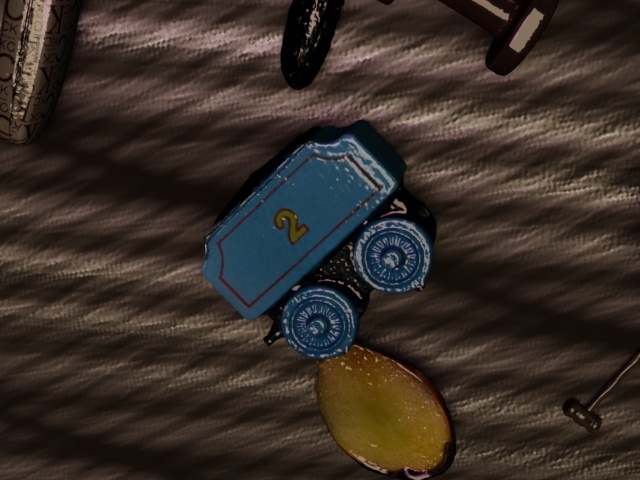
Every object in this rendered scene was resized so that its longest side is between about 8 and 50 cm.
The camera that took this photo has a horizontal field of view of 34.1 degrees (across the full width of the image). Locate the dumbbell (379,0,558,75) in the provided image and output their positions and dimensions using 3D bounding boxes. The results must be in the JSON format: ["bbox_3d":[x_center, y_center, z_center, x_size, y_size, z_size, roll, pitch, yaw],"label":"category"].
[{"bbox_3d":[0.188,-0.324,1.356,0.225,0.124,0.140,29,107,-5],"label":"dumbbell"}]

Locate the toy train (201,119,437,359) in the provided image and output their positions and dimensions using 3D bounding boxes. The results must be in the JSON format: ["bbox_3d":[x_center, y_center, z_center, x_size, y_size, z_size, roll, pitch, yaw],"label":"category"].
[{"bbox_3d":[0.000,0.000,1.440,0.265,0.188,0.300,45,107,-5],"label":"toy train"}]

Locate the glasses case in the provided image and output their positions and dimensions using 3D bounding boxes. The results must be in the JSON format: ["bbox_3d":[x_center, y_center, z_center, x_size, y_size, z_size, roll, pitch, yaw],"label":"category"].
[{"bbox_3d":[-0.371,-0.300,1.392,0.085,0.137,0.355,15,106,-2],"label":"glasses case"}]

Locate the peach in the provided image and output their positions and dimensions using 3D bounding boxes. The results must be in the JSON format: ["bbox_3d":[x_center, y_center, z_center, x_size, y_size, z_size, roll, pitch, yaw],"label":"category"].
[{"bbox_3d":[0.092,0.243,1.561,0.189,0.068,0.279,-26,107,21],"label":"peach"}]

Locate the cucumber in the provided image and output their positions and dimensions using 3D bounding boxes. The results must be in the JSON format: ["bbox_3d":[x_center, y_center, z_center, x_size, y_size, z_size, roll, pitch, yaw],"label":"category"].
[{"bbox_3d":[0.011,-0.346,1.388,0.081,0.072,0.303,25,107,-4],"label":"cucumber"}]

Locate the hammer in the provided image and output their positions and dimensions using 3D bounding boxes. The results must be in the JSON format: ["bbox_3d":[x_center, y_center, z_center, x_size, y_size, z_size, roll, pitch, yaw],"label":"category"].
[{"bbox_3d":[0.473,0.163,1.536,0.058,0.029,0.292,36,104,-9],"label":"hammer"}]
